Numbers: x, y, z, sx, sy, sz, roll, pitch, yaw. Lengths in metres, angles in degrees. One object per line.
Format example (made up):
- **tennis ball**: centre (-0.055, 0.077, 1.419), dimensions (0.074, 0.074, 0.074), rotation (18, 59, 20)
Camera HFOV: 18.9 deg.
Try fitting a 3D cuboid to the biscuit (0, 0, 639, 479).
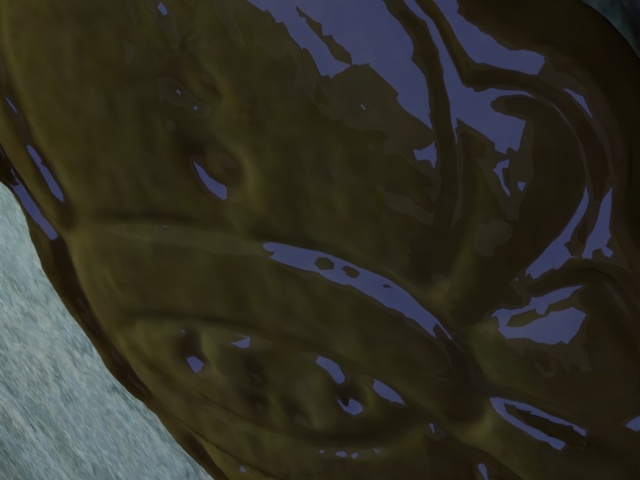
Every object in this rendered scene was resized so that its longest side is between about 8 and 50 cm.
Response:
- **biscuit**: centre (0.000, 0.000, 0.722), dimensions (0.312, 0.057, 0.351), rotation (-1, 122, 43)
